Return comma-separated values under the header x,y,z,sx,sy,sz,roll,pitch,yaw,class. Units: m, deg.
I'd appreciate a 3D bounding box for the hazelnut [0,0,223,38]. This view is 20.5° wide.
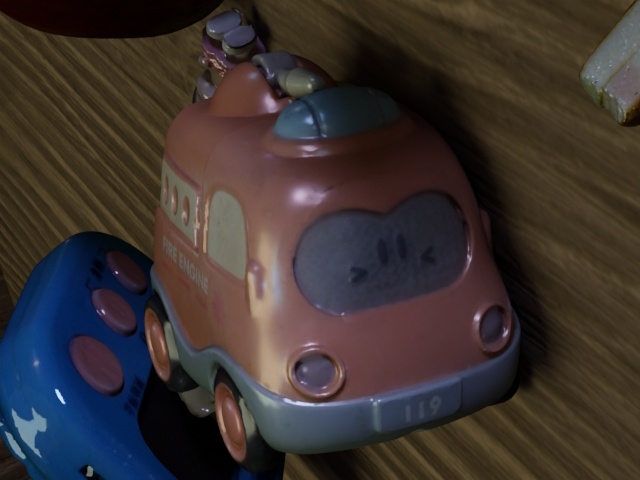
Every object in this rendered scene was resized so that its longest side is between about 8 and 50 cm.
x,y,z,sx,sy,sz,roll,pitch,yaw,class
-0.157,-0.235,1.326,0.208,0.208,0.208,56,160,32,hazelnut

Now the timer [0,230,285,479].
x,y,z,sx,sy,sz,roll,pitch,yaw,class
-0.164,0.159,1.635,0.309,0.115,0.340,46,-160,-17,timer

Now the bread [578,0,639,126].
x,y,z,sx,sy,sz,roll,pitch,yaw,class
0.161,-0.092,0.729,0.109,0.062,0.043,-52,54,22,bread

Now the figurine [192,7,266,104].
x,y,z,sx,sy,sz,roll,pitch,yaw,class
-0.065,-0.124,1.384,0.072,0.054,0.129,44,149,20,figurine

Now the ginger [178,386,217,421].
x,y,z,sx,sy,sz,roll,pitch,yaw,class
-0.081,0.099,1.643,0.122,0.115,0.193,62,-176,-50,ginger

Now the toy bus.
x,y,z,sx,sy,sz,roll,pitch,yaw,class
0.000,0.000,1.139,0.288,0.194,0.232,-144,47,-61,toy bus
